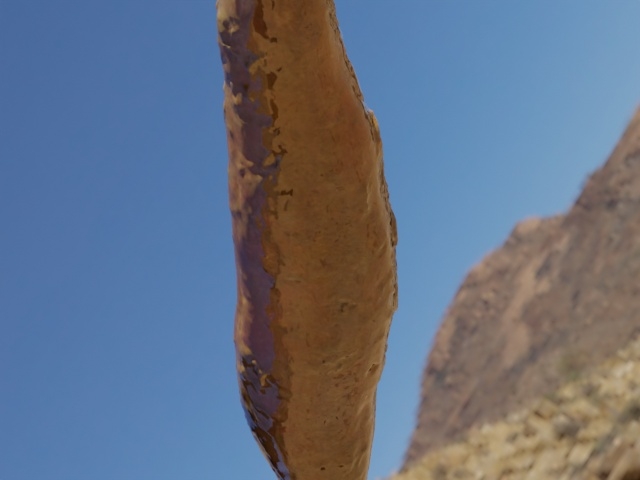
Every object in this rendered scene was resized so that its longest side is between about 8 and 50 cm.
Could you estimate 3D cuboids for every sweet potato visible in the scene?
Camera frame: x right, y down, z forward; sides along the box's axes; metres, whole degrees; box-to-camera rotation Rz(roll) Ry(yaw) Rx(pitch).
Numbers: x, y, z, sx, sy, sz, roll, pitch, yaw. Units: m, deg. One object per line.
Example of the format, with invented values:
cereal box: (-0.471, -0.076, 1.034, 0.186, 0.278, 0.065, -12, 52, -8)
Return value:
sweet potato: (0.000, 0.000, 0.598, 0.072, 0.066, 0.314, -32, -47, -41)
